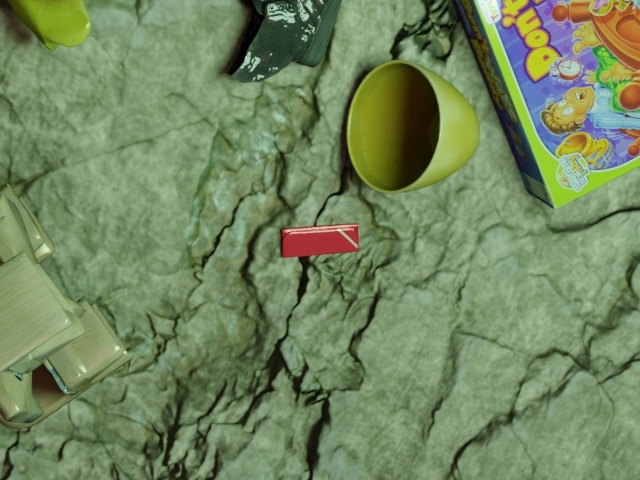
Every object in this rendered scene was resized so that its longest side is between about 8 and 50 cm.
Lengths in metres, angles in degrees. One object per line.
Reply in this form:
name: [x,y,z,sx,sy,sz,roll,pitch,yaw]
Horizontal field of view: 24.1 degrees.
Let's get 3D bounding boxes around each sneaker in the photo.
sneaker: [-0.029,-0.233,1.484,0.089,0.051,0.170,11,106,-22]

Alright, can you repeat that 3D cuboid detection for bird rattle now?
bird rattle: [-0.278,-0.268,1.317,0.253,0.207,0.143,22,86,-47]

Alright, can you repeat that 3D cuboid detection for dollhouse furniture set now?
dollhouse furniture set: [-0.394,0.012,1.307,0.256,0.362,0.394,-35,83,-4]

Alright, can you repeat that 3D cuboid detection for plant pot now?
plant pot: [0.106,-0.113,1.526,0.095,0.134,0.134,2,107,-43]

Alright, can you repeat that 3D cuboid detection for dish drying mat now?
dish drying mat: [0.000,0.000,1.583,0.083,0.008,0.032,-5,108,-14]

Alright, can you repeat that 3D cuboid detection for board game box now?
board game box: [0.270,-0.239,1.549,0.233,0.078,0.347,-27,111,-6]
